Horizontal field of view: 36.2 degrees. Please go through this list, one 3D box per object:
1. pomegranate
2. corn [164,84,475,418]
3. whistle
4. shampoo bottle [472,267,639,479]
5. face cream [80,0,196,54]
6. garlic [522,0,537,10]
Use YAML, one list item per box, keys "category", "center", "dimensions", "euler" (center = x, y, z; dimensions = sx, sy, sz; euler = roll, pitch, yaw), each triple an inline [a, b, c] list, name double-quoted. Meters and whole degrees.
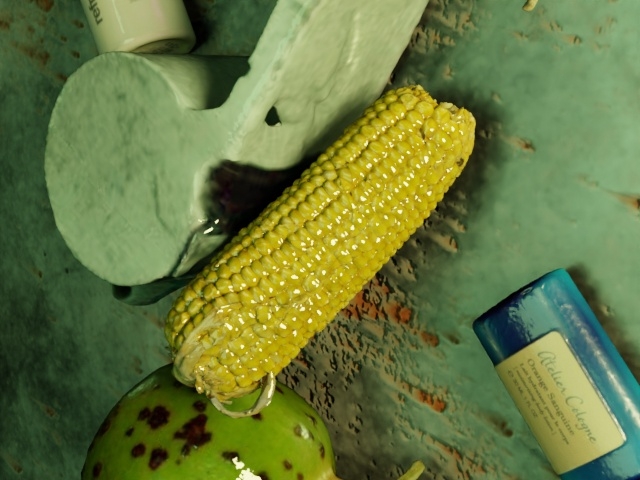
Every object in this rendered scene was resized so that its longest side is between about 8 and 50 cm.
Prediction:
- category: "pomegranate"
  center: [-0.053, 0.197, 0.802]
  dimensions: [0.286, 0.231, 0.231]
  euler: [-19, 85, 19]
- category: "corn"
  center: [0.000, 0.000, 0.720]
  dimensions: [0.293, 0.106, 0.106]
  euler: [-47, 66, 1]
- category: "whistle"
  center: [-0.057, -0.086, 0.775]
  dimensions: [0.405, 0.168, 0.188]
  euler: [-25, 81, 38]
- category: "shampoo bottle"
  center: [0.185, 0.117, 0.694]
  dimensions: [0.087, 0.050, 0.183]
  euler: [-38, 74, 32]
- category: "face cream"
  center: [-0.205, -0.311, 0.905]
  dimensions: [0.092, 0.092, 0.311]
  euler: [-24, 81, 38]
- category: "garlic"
  center: [0.182, -0.255, 0.544]
  dimensions: [0.207, 0.207, 0.257]
  euler: [-12, 73, 38]
